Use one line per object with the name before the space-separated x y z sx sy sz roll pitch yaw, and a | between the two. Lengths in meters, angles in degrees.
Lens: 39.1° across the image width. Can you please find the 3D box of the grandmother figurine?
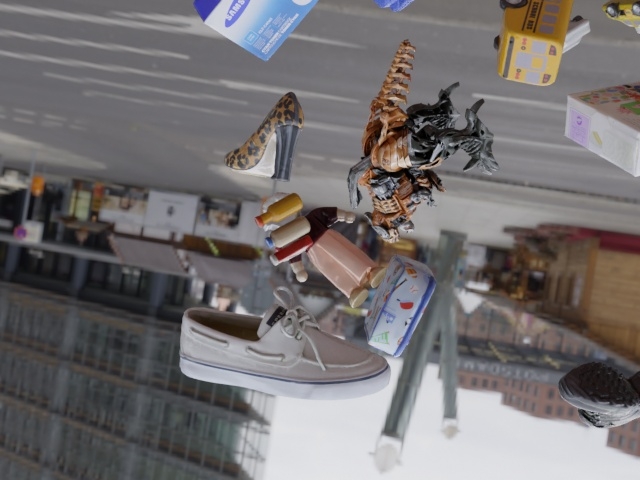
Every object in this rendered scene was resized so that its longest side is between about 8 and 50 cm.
grandmother figurine | 0.000 0.000 2.160 0.342 0.208 0.104 39 162 18

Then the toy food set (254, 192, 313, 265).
toy food set | -0.092 -0.009 1.964 0.104 0.111 0.232 -28 173 -18

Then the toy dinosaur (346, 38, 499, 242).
toy dinosaur | 0.141 -0.140 1.377 0.218 0.164 0.322 -18 150 -16

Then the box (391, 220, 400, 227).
box | 0.171 -0.061 2.214 0.067 0.083 0.018 47 164 -13

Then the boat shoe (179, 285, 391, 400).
boat shoe | -0.063 0.156 1.484 0.367 0.157 0.136 6 -162 20

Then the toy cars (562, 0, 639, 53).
toy cars | 0.659 -0.505 2.125 0.393 0.087 0.176 -15 -156 36

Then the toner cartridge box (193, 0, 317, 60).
toner cartridge box | -0.055 -0.501 1.614 0.165 0.348 0.075 24 -154 -44

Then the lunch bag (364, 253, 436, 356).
lunch bag | 0.195 0.167 2.297 0.115 0.243 0.303 23 -174 -1

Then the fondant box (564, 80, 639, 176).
fondant box | 0.696 -0.241 1.803 0.330 0.096 0.238 -11 -151 -17

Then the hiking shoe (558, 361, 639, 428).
hiking shoe | 0.435 0.254 1.391 0.226 0.114 0.086 12 -139 -34

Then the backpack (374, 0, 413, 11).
backpack | 0.174 -0.559 1.923 0.101 0.098 0.120 37 144 -16

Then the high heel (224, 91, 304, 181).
high heel | -0.125 -0.231 1.953 0.093 0.186 0.261 7 -175 -37

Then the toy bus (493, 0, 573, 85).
toy bus | 0.410 -0.441 1.712 0.130 0.333 0.108 12 139 12
